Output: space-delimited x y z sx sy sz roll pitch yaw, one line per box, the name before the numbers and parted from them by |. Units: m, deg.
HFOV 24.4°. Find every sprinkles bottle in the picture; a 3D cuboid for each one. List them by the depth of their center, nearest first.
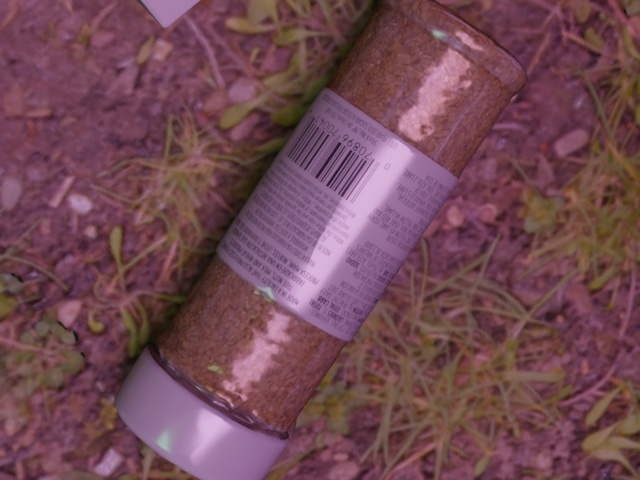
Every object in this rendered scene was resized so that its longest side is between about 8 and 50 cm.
sprinkles bottle | 0.000 0.000 1.028 0.121 0.121 0.355 32 95 -21

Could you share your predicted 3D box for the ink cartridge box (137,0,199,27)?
ink cartridge box | -0.112 -0.217 0.932 0.092 0.143 0.090 -40 129 -2
